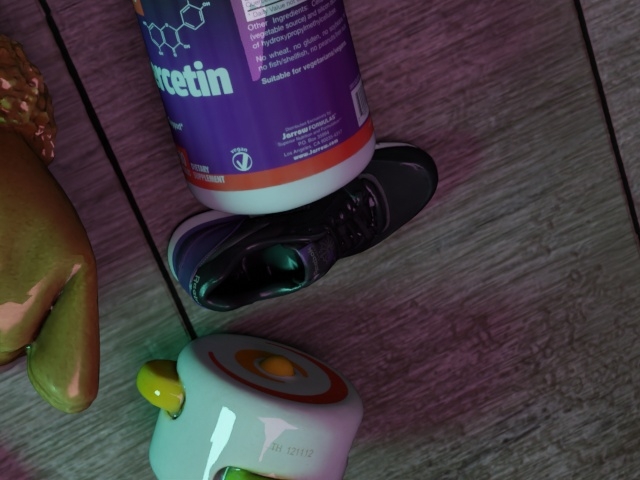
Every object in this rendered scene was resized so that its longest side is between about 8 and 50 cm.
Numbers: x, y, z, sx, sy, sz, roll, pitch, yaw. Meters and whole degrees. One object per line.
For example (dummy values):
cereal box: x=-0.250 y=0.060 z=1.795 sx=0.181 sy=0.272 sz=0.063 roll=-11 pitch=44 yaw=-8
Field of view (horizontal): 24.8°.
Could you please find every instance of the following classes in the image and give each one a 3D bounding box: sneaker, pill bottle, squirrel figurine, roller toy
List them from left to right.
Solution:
squirrel figurine: x=-0.398 y=-0.022 z=1.167 sx=0.370 sy=0.281 sz=0.397 roll=1 pitch=92 yaw=-35
pill bottle: x=-0.069 y=-0.197 z=1.283 sx=0.181 sy=0.181 sz=0.323 roll=-20 pitch=115 yaw=-11
roller toy: x=-0.063 y=0.178 z=1.423 sx=0.191 sy=0.209 sz=0.146 roll=-3 pitch=116 yaw=-56
sneaker: x=0.000 y=0.000 z=1.413 sx=0.283 sy=0.124 sz=0.107 roll=-24 pitch=116 yaw=-10
